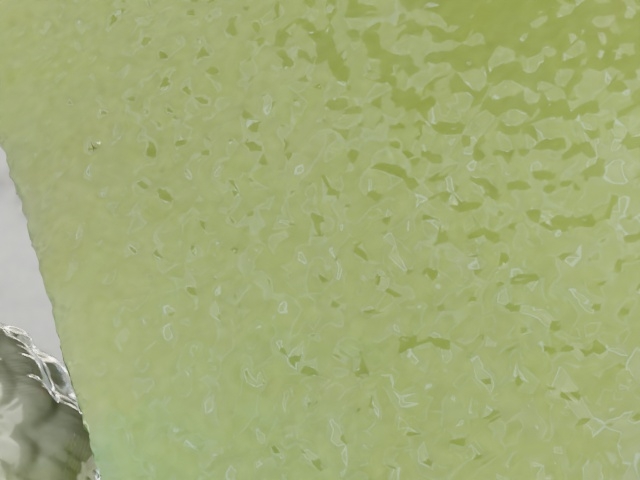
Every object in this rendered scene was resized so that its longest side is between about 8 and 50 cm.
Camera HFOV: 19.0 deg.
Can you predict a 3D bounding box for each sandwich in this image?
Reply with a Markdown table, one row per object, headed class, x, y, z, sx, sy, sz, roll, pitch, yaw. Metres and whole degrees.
| class | x | y | z | sx | sy | sz | roll | pitch | yaw |
| --- | --- | --- | --- | --- | --- | --- | --- | --- | --- |
| sandwich | 0.000 | 0.000 | 0.393 | 0.212 | 0.063 | 0.245 | 24 | 70 | 34 |

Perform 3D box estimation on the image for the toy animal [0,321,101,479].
| class | x | y | z | sx | sy | sz | roll | pitch | yaw |
| --- | --- | --- | --- | --- | --- | --- | --- | --- | --- |
| toy animal | -0.090 | 0.085 | 0.418 | 0.098 | 0.137 | 0.098 | -2 | 6 | 0 |
